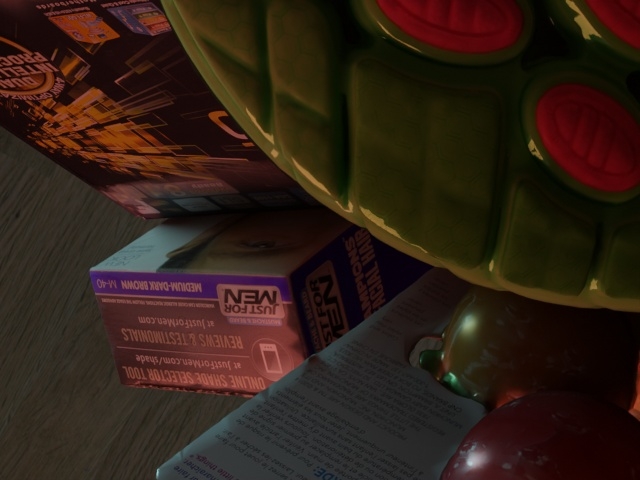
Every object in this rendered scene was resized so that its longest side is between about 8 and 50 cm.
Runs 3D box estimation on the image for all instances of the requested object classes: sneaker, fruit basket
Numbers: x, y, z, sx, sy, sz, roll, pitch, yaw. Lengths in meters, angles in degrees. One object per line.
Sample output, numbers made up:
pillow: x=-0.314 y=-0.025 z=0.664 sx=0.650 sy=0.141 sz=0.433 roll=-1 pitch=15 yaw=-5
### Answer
sneaker: x=0.131 y=-0.056 z=0.692 sx=0.483 sy=0.185 sz=0.202 roll=23 pitch=-178 yaw=-21
fruit basket: x=0.148 y=0.115 z=0.810 sx=0.327 sy=0.353 sz=0.165 roll=25 pitch=138 yaw=34

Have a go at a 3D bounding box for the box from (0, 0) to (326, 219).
box: x=-0.053 y=-0.123 z=0.973 sx=0.395 sy=0.097 sz=0.318 roll=-2 pitch=158 yaw=32

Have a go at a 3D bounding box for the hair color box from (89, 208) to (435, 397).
hair color box: x=0.000 y=0.000 z=1.195 sx=0.185 sy=0.339 sz=0.110 roll=1 pitch=115 yaw=34
